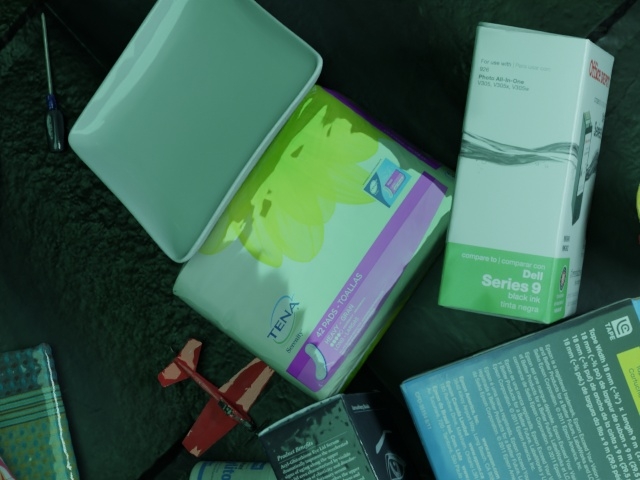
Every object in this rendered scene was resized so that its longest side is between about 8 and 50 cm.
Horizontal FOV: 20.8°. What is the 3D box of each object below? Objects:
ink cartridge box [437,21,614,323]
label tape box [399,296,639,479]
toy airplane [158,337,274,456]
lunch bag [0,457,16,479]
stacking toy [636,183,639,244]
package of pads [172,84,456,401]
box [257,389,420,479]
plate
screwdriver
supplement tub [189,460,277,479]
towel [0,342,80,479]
[{"bbox_3d":[0.216,-0.068,1.807,0.122,0.211,0.289,9,94,16],"label":"ink cartridge box"},{"bbox_3d":[0.285,0.203,1.847,0.334,0.106,0.240,-21,86,15],"label":"label tape box"},{"bbox_3d":[-0.123,0.172,2.004,0.151,0.028,0.151,0,90,15],"label":"toy airplane"},{"bbox_3d":[-0.509,0.289,2.034,0.258,0.120,0.293,-38,80,14],"label":"lunch bag"},{"bbox_3d":[0.500,-0.046,1.808,0.309,0.130,0.279,23,71,12],"label":"stacking toy"},{"bbox_3d":[0.000,0.000,1.928,0.229,0.101,0.296,36,100,12],"label":"package of pads"},{"bbox_3d":[0.040,0.275,1.889,0.108,0.153,0.207,-27,78,15],"label":"box"},{"bbox_3d":[-0.137,-0.149,1.948,0.278,0.045,0.277,-54,50,11],"label":"plate"},{"bbox_3d":[-0.323,-0.186,2.064,0.025,0.024,0.170,-19,78,44],"label":"screwdriver"},{"bbox_3d":[-0.090,0.286,1.975,0.107,0.071,0.071,-2,90,15],"label":"supplement tub"},{"bbox_3d":[-0.404,0.328,2.084,0.271,0.040,0.370,-13,86,16],"label":"towel"}]
